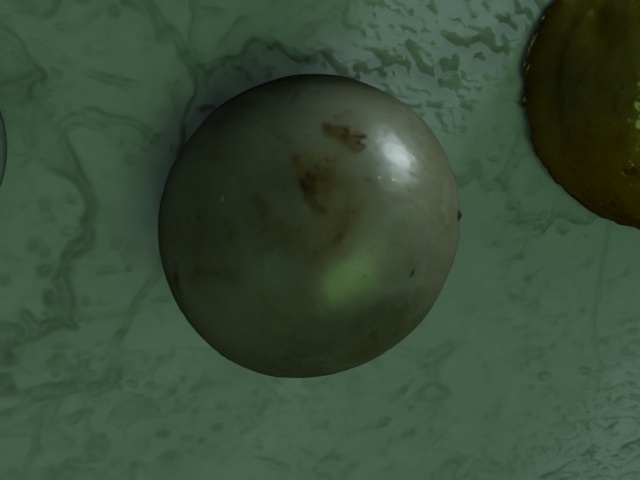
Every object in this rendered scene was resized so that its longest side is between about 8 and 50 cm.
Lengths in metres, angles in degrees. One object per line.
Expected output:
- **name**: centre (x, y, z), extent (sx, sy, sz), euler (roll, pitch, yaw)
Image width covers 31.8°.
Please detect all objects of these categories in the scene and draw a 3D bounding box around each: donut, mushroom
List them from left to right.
- **mushroom**: centre (0.000, 0.000, 0.773), extent (0.207, 0.207, 0.215), euler (-39, 153, 0)
- **donut**: centre (0.303, -0.117, 0.869), extent (0.278, 0.108, 0.277), euler (-9, 117, -18)

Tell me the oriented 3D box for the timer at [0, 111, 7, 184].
- **timer**: centre (-0.332, -0.047, 0.662), extent (0.262, 0.087, 0.237), euler (-42, 123, 2)
